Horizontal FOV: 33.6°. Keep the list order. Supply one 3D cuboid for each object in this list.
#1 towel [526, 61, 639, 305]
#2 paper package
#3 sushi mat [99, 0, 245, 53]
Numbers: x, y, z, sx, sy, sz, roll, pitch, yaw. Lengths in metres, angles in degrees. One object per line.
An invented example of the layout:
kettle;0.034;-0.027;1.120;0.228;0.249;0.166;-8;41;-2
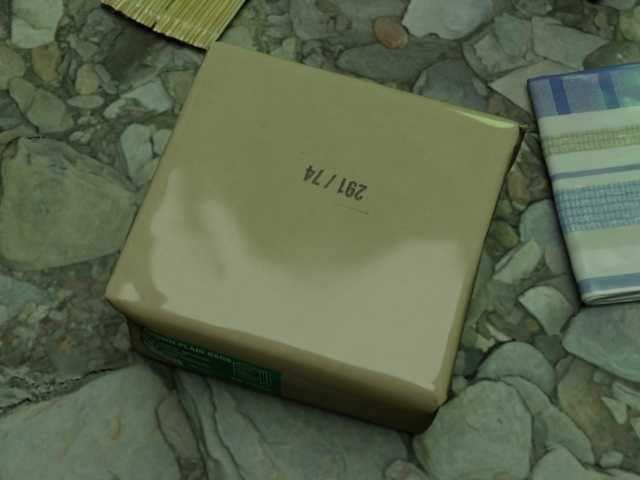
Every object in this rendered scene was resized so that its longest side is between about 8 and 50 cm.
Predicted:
towel;0.351;-0.068;1.144;0.209;0.034;0.285;-8;64;-1
paper package;0.000;0.000;1.039;0.325;0.168;0.309;17;67;6
sushi mat;-0.119;-0.368;1.284;0.151;0.019;0.316;28;69;11
